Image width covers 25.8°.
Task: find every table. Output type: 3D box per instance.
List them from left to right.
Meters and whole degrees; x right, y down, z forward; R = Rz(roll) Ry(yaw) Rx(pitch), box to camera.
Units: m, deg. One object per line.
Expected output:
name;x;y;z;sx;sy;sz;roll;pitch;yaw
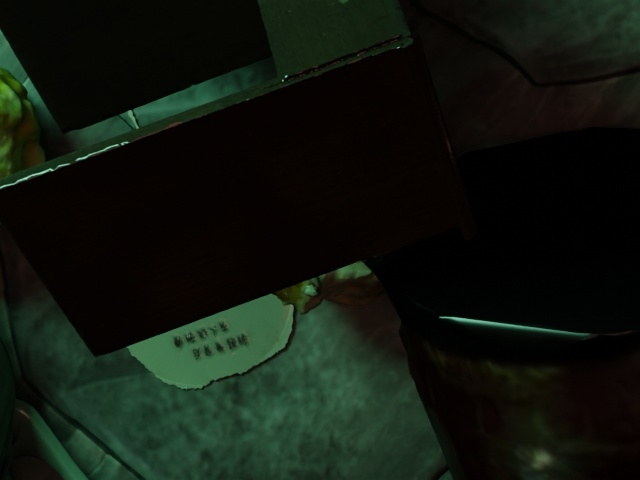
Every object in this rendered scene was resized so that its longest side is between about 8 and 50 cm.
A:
table;-0.074;-0.102;0.965;0.282;0.196;0.251;-20;50;3

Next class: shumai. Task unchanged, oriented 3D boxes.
shumai;0.000;0.004;1.150;0.145;0.116;0.146;12;116;26

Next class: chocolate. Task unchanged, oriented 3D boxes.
chocolate;0.242;0.123;1.045;0.383;0.384;0.331;-4;115;10

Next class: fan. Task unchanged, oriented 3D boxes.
fan;-0.135;-0.020;1.233;0.182;0.010;0.310;-20;95;12

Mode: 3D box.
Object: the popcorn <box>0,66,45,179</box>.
popcorn;-0.334;-0.084;1.186;0.185;0.167;0.187;29;67;28

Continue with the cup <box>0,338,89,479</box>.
cup;-0.369;0.218;1.098;0.400;0.392;0.310;-4;123;-4
